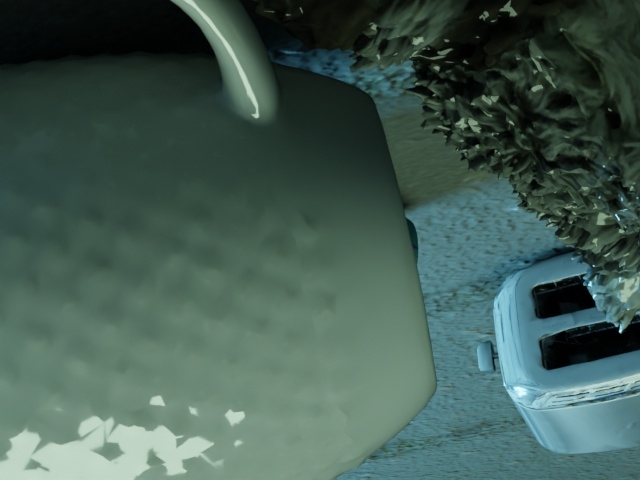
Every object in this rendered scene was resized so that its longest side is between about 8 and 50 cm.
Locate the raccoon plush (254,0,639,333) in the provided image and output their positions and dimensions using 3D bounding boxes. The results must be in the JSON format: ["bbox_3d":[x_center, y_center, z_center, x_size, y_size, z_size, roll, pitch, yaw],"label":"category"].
[{"bbox_3d":[0.091,-0.108,0.967,0.446,0.216,0.299,29,166,-10],"label":"raccoon plush"}]

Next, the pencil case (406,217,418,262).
[{"bbox_3d":[0.000,0.000,1.272,0.070,0.064,0.152,-44,144,19],"label":"pencil case"}]

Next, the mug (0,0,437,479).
[{"bbox_3d":[-0.123,0.000,1.007,0.328,0.276,0.374,-12,129,-1],"label":"mug"}]

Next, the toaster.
[{"bbox_3d":[0.235,0.076,1.463,0.227,0.129,0.146,-13,157,19],"label":"toaster"}]
